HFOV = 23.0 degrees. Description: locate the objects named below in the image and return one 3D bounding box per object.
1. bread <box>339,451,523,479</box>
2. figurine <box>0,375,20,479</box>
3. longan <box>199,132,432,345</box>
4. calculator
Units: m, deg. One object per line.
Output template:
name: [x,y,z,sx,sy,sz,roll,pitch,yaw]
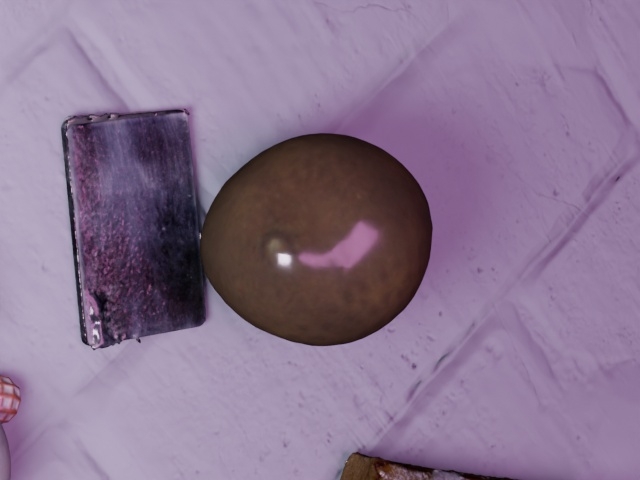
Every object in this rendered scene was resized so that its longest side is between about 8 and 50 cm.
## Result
bread: [0.200,0.377,2.018,0.417,0.113,0.165,13,84,-33]
figurine: [-0.406,0.156,1.571,0.281,0.167,0.369,-7,92,-48]
longan: [0.000,0.000,1.779,0.258,0.258,0.258,-2,94,-34]
calculator: [-0.207,-0.015,1.774,0.161,0.021,0.261,-7,97,-34]
